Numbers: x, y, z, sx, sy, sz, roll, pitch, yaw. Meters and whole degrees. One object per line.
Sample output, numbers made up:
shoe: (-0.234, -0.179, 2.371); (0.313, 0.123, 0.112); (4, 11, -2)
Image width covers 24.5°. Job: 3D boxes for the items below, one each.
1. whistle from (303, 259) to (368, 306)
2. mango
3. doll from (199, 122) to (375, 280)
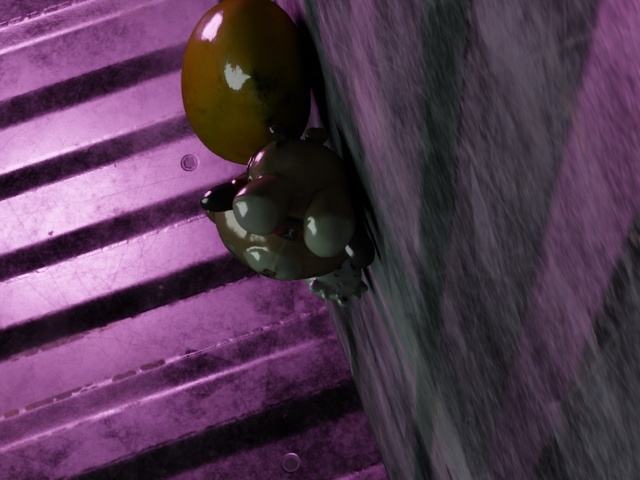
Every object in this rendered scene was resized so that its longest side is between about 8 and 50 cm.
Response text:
whistle: (0.000, 0.000, 2.196); (0.092, 0.110, 0.244); (-59, 41, 42)
mango: (-0.096, -0.216, 1.963); (0.317, 0.173, 0.211); (129, 130, -77)
doll: (-0.040, -0.044, 1.945); (0.330, 0.235, 0.174); (118, 163, -73)
